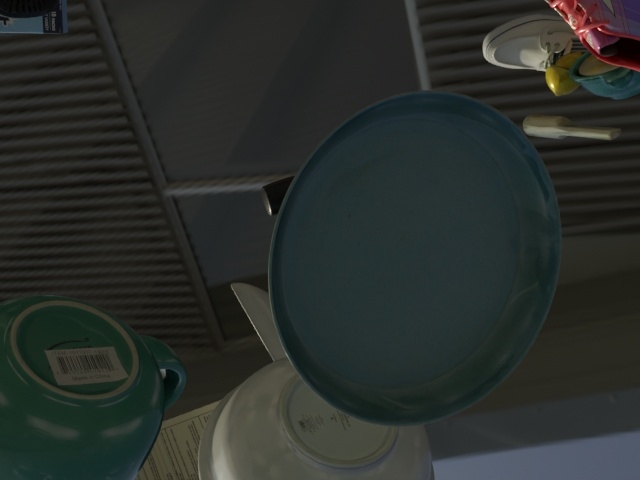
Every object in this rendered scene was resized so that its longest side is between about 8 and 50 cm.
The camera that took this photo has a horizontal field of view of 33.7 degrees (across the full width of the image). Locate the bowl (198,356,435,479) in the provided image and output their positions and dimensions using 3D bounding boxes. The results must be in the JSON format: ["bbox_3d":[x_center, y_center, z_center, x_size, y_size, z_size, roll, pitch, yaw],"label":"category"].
[{"bbox_3d":[0.010,0.239,1.260,0.298,0.134,0.297,8,-134,-9],"label":"bowl"}]

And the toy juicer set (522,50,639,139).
[{"bbox_3d":[0.364,-0.233,1.394,0.209,0.089,0.329,-5,-148,50],"label":"toy juicer set"}]

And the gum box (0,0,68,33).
[{"bbox_3d":[-0.491,-0.403,1.644,0.185,0.156,0.041,2,-166,7],"label":"gum box"}]

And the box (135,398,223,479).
[{"bbox_3d":[-0.204,0.371,1.702,0.232,0.126,0.148,-19,-122,-13],"label":"box"}]

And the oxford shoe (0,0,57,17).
[{"bbox_3d":[-0.366,-0.317,1.276,0.096,0.082,0.227,-4,-155,13],"label":"oxford shoe"}]

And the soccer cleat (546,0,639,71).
[{"bbox_3d":[0.251,-0.222,0.970,0.248,0.083,0.095,37,-102,20],"label":"soccer cleat"}]

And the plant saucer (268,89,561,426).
[{"bbox_3d":[0.089,0.017,0.997,0.318,0.317,0.044,-29,-160,-20],"label":"plant saucer"}]

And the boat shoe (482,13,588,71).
[{"bbox_3d":[0.356,-0.288,1.564,0.226,0.083,0.075,-7,-139,9],"label":"boat shoe"}]

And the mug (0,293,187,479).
[{"bbox_3d":[-0.153,0.087,0.622,0.129,0.097,0.157,29,-147,-3],"label":"mug"}]

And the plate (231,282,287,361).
[{"bbox_3d":[-0.029,0.186,1.667,0.045,0.278,0.277,-33,169,3],"label":"plate"}]

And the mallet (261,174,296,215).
[{"bbox_3d":[0.000,0.000,1.180,0.062,0.039,0.189,-25,-121,-16],"label":"mallet"}]
